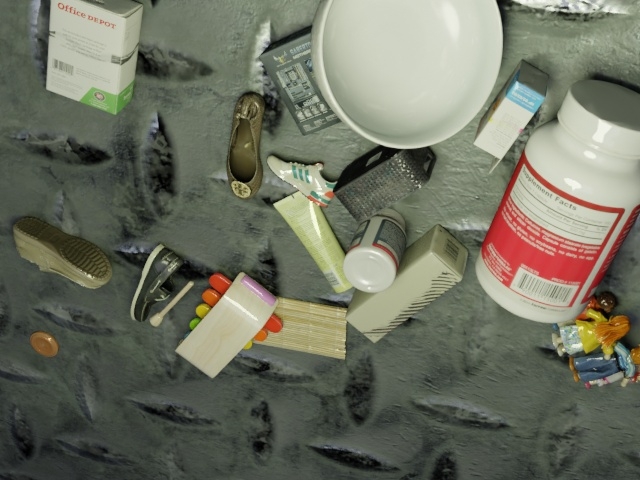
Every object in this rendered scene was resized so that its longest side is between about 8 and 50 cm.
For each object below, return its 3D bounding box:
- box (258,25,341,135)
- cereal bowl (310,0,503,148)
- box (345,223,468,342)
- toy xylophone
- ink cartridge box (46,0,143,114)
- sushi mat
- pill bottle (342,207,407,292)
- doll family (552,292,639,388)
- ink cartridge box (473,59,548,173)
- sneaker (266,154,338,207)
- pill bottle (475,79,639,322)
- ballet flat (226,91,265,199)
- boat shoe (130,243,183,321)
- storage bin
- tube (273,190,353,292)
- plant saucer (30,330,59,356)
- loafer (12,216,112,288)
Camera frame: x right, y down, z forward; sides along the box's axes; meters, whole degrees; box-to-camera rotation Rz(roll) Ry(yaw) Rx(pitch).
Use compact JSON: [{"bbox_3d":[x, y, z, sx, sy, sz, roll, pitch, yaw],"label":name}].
[{"bbox_3d":[0.026,-0.320,1.617,0.233,0.059,0.183,-18,116,28],"label":"box"},{"bbox_3d":[0.134,-0.334,1.471,0.339,0.141,0.339,-5,106,-18],"label":"cereal bowl"},{"bbox_3d":[0.180,0.094,1.809,0.094,0.113,0.275,40,127,-11],"label":"box"},{"bbox_3d":[-0.251,0.193,2.015,0.236,0.081,0.323,45,125,-12],"label":"toy xylophone"},{"bbox_3d":[-0.453,-0.387,1.715,0.160,0.092,0.219,21,126,4],"label":"ink cartridge box"},{"bbox_3d":[-0.089,0.197,2.026,0.316,0.019,0.151,9,126,13],"label":"sushi mat"},{"bbox_3d":[0.117,0.013,1.732,0.108,0.180,0.108,9,125,13],"label":"pill bottle"},{"bbox_3d":[0.583,0.225,1.752,0.163,0.118,0.263,-22,113,29],"label":"doll family"},{"bbox_3d":[0.334,-0.222,1.548,0.061,0.104,0.181,29,127,-1],"label":"ink cartridge box"},{"bbox_3d":[-0.033,-0.140,1.769,0.161,0.057,0.075,37,101,2],"label":"sneaker"},{"bbox_3d":[0.447,-0.067,1.536,0.229,0.229,0.407,20,126,5],"label":"pill bottle"},{"bbox_3d":[-0.157,-0.186,1.769,0.084,0.058,0.250,17,126,8],"label":"ballet flat"},{"bbox_3d":[-0.392,0.116,2.035,0.079,0.084,0.233,29,124,0],"label":"boat shoe"},{"bbox_3d":[0.124,-0.128,1.671,0.180,0.122,0.084,-30,109,32],"label":"storage bin"},{"bbox_3d":[0.000,0.000,1.845,0.240,0.070,0.062,57,158,-16],"label":"tube"},{"bbox_3d":[-0.746,0.281,2.309,0.083,0.013,0.083,9,125,13],"label":"plant saucer"},{"bbox_3d":[-0.620,0.040,2.059,0.268,0.102,0.092,31,129,9],"label":"loafer"}]
